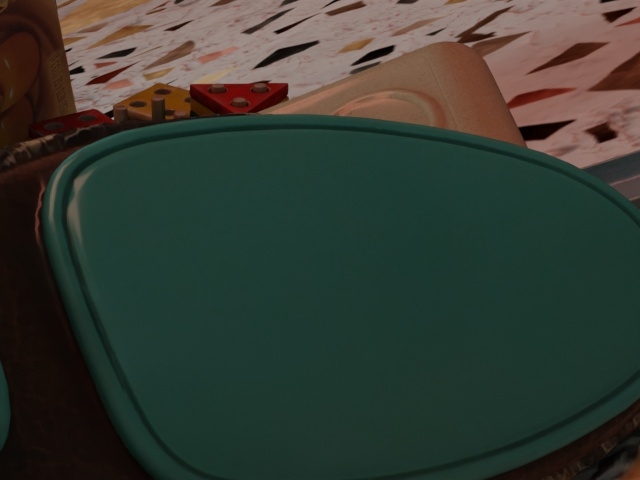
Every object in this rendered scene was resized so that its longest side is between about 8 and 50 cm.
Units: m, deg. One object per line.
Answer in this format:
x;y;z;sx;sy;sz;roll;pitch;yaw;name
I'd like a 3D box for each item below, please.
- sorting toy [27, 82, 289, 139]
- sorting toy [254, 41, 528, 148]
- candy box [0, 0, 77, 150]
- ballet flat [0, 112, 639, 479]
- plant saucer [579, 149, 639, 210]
-0.054;-0.051;0.983;0.132;0.046;0.274;-16;30;-30;sorting toy
0.000;0.000;0.818;0.208;0.038;0.193;-18;41;0;sorting toy
-0.281;-0.039;0.988;0.087;0.183;0.316;38;67;19;candy box
-0.108;0.057;0.570;0.483;0.164;0.182;-8;-23;-35;ballet flat
0.130;-0.019;0.838;0.192;0.018;0.067;-17;18;11;plant saucer
